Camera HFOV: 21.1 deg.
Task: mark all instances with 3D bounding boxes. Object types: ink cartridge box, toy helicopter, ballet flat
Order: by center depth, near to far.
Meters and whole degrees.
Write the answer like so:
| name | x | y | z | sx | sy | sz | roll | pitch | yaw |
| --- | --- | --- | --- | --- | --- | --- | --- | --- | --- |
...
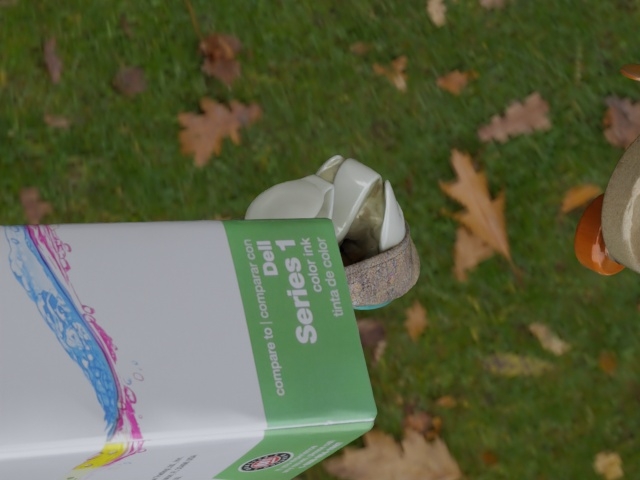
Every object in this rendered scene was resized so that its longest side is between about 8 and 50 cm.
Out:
| name | x | y | z | sx | sy | sz | roll | pitch | yaw |
| --- | --- | --- | --- | --- | --- | --- | --- | --- | --- |
| ink cartridge box | -0.146 | 0.078 | 0.857 | 0.278 | 0.117 | 0.201 | -1 | 158 | -29 |
| ballet flat | 0.000 | 0.000 | 1.209 | 0.108 | 0.316 | 0.106 | 26 | 113 | 18 |
| toy helicopter | 0.399 | -0.107 | 1.687 | 0.355 | 0.140 | 0.235 | -34 | 131 | -28 |
